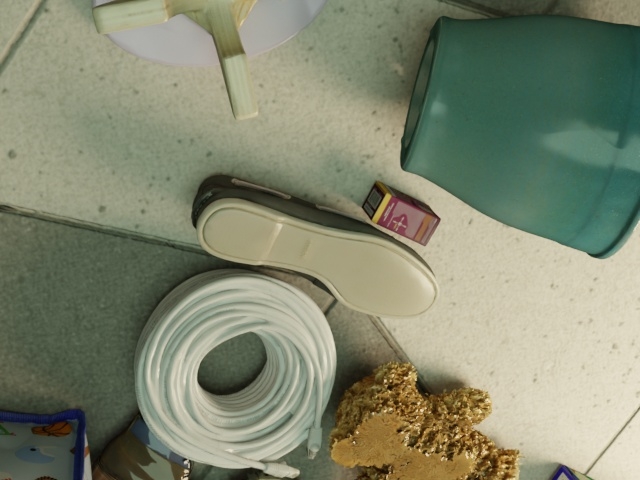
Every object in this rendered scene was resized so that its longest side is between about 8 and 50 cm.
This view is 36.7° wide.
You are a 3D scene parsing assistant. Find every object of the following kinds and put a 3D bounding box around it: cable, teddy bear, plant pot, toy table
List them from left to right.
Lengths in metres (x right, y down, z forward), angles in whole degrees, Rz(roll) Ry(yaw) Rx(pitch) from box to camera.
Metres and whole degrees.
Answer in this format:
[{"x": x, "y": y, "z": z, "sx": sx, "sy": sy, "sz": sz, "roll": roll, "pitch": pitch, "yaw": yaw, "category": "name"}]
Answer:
[{"x": -0.108, "y": -0.268, "z": 1.029, "sx": 0.274, "sy": 0.161, "sz": 0.252, "roll": -24, "pitch": 112, "yaw": -2, "category": "toy table"}, {"x": -0.105, "y": 0.159, "z": 1.213, "sx": 0.257, "sy": 0.089, "sz": 0.257, "roll": 13, "pitch": 100, "yaw": -20, "category": "cable"}, {"x": 0.138, "y": 0.289, "z": 1.326, "sx": 0.338, "sy": 0.113, "sz": 0.245, "roll": 21, "pitch": 111, "yaw": -27, "category": "teddy bear"}, {"x": 0.232, "y": -0.138, "z": 1.108, "sx": 0.255, "sy": 0.272, "sz": 0.272, "roll": 13, "pitch": 106, "yaw": -2, "category": "plant pot"}]

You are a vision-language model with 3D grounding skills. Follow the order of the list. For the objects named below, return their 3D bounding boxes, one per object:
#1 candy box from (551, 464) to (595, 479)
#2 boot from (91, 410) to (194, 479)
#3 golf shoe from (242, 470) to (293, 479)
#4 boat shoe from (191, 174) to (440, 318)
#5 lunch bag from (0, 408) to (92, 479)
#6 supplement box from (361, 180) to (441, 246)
[{"x": 0.433, "y": 0.524, "z": 1.454, "sx": 0.317, "sy": 0.122, "sz": 0.268, "roll": 27, "pitch": 101, "yaw": -21, "category": "candy box"}, {"x": -0.181, "y": 0.313, "z": 1.258, "sx": 0.219, "sy": 0.082, "sz": 0.106, "roll": 30, "pitch": 98, "yaw": -13, "category": "boot"}, {"x": -0.020, "y": 0.424, "z": 1.320, "sx": 0.105, "sy": 0.120, "sz": 0.273, "roll": -40, "pitch": 111, "yaw": 5, "category": "golf shoe"}, {"x": 0.000, "y": 0.000, "z": 1.192, "sx": 0.335, "sy": 0.095, "sz": 0.112, "roll": 20, "pitch": 119, "yaw": -23, "category": "boat shoe"}, {"x": -0.361, "y": 0.420, "z": 1.097, "sx": 0.238, "sy": 0.385, "sz": 0.328, "roll": 1, "pitch": 108, "yaw": -13, "category": "lunch bag"}, {"x": 0.101, "y": -0.034, "z": 1.216, "sx": 0.083, "sy": 0.055, "sz": 0.043, "roll": 24, "pitch": 103, "yaw": -18, "category": "supplement box"}]
